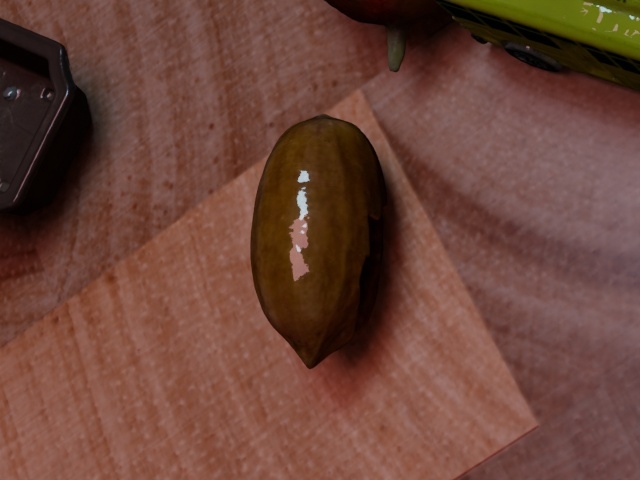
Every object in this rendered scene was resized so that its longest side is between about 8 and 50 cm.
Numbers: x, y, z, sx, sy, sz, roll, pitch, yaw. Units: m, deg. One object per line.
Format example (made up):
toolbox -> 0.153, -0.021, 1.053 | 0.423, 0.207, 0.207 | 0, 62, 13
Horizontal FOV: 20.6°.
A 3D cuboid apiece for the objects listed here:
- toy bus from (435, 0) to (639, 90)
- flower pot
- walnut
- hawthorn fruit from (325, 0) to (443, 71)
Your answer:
toy bus -> 0.221, -0.181, 1.277 | 0.262, 0.150, 0.128 | 23, 88, 33
flower pot -> -0.311, -0.111, 1.599 | 0.250, 0.084, 0.179 | 25, 88, 34
walnut -> 0.000, 0.000, 1.368 | 0.115, 0.116, 0.207 | -9, 65, 27
hawthorn fruit -> 0.052, -0.258, 1.387 | 0.199, 0.199, 0.251 | -2, 86, 29
